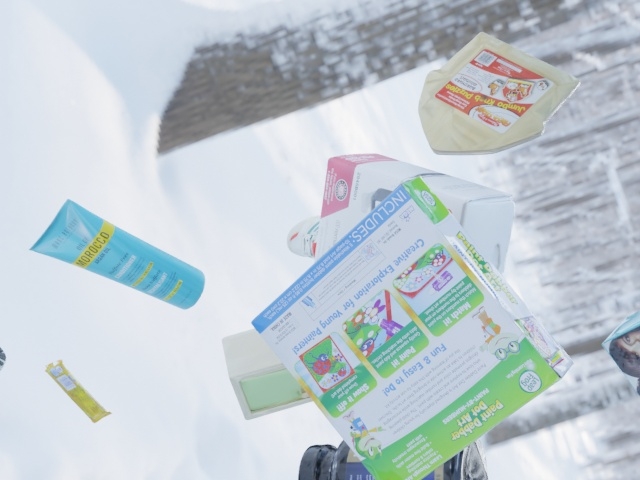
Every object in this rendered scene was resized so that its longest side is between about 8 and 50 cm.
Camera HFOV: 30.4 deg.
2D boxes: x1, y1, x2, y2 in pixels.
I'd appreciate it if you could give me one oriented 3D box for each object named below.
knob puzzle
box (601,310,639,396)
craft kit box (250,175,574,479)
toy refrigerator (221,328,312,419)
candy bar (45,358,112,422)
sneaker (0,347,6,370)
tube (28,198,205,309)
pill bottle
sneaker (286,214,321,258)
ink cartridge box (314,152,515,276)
[{"bbox_3d":[0.214,-0.174,1.539,0.030,0.213,0.213,68,8,-51],"label":"knob puzzle"},{"bbox_3d":[0.396,0.083,1.135,0.060,0.244,0.100,-33,86,-42],"label":"box"},{"bbox_3d":[0.088,0.105,1.218,0.247,0.250,0.061,53,30,9],"label":"craft kit box"},{"bbox_3d":[0.001,0.171,1.733,0.094,0.269,0.102,-108,-177,-48],"label":"toy refrigerator"},{"bbox_3d":[-0.431,0.270,2.094,0.161,0.040,0.018,56,13,-33],"label":"candy bar"},{"bbox_3d":[-0.548,0.173,1.854,0.063,0.073,0.162,8,29,-35],"label":"sneaker"},{"bbox_3d":[-0.229,0.020,1.370,0.207,0.080,0.052,28,18,-35],"label":"tube"},{"bbox_3d":[0.089,0.300,1.469,0.123,0.219,0.123,24,63,-61],"label":"pill bottle"},{"bbox_3d":[0.000,0.000,1.615,0.075,0.161,0.057,-19,104,-46],"label":"sneaker"},{"bbox_3d":[0.102,0.000,1.354,0.092,0.218,0.159,-8,111,-46],"label":"ink cartridge box"}]
